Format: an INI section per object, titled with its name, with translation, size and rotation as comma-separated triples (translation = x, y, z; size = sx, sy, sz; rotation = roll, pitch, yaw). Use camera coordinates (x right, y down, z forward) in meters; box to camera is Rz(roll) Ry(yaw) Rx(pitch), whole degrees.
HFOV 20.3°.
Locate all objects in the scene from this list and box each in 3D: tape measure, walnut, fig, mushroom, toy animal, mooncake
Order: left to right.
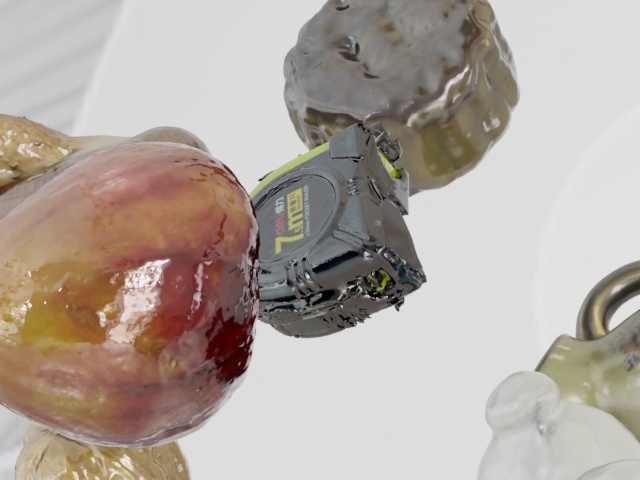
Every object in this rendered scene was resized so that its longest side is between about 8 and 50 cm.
[mushroom]
translation = -0.277, -0.038, 2.087
size = 0.345, 0.239, 0.345
rotation = 2, 24, -1
[walnut]
translation = -0.288, 0.327, 2.394
size = 0.257, 0.224, 0.257
rotation = 26, -29, 16
[fig]
translation = -0.150, 0.046, 1.344
size = 0.224, 0.224, 0.263
rotation = 7, 32, 33
[tape measure]
translation = 0.000, 0.000, 1.680
size = 0.186, 0.199, 0.112
rotation = -24, -49, 19
[mooncake]
translation = 0.094, -0.200, 2.204
size = 0.290, 0.290, 0.161
rotation = 7, -30, 27
[toy animal]
translation = 0.257, 0.247, 1.595
size = 0.196, 0.241, 0.367
rotation = -31, 12, -8

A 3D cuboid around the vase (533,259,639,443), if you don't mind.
[vase]
translation = 0.404, 0.152, 2.157
size = 0.302, 0.329, 0.241
rotation = -9, -44, 14
